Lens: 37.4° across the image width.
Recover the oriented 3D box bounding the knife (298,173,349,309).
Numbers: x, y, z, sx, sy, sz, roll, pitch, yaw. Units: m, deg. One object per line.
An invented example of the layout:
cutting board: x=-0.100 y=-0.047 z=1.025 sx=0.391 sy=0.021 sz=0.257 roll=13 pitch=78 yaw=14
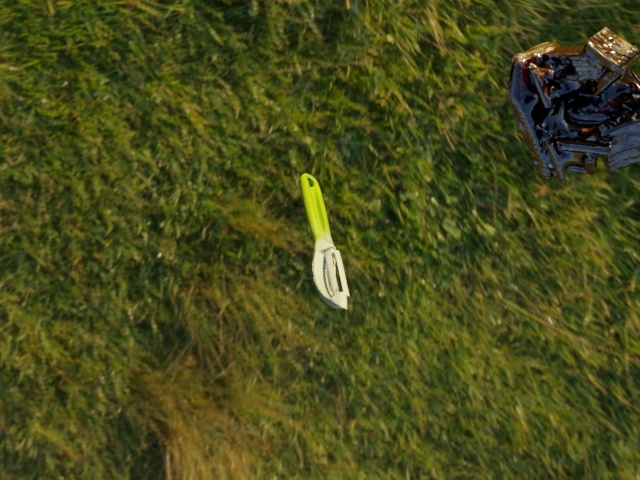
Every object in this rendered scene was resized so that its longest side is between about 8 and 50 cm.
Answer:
knife: x=0.000 y=0.000 z=0.766 sx=0.026 sy=0.184 sz=0.022 roll=-39 pitch=124 yaw=19

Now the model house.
model house: x=0.343 y=-0.166 z=1.186 sx=0.141 sy=0.164 sz=0.203 roll=-57 pitch=136 yaw=-15
